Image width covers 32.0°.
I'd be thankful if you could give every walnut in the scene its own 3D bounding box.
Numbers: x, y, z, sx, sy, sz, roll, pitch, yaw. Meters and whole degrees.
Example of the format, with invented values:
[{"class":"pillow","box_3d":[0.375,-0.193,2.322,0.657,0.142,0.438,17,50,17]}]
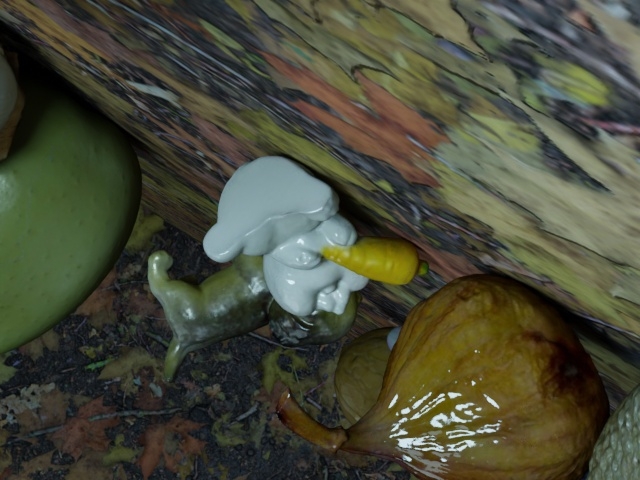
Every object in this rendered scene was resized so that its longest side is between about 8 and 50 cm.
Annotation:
[{"class":"walnut","box_3d":[0.111,0.199,1.450,0.207,0.167,0.167,33,175,20]}]

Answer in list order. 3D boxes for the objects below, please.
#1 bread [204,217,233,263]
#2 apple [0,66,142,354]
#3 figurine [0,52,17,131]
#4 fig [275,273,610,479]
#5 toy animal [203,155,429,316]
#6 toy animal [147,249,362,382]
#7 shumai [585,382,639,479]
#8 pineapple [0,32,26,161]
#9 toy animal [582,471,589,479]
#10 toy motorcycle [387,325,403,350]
[{"class":"bread","box_3d":[-0.092,0.009,1.435,0.082,0.060,0.113,31,176,22]},{"class":"apple","box_3d":[-0.401,-0.051,1.320,0.357,0.357,0.357,32,174,4]},{"class":"figurine","box_3d":[-0.221,-0.151,0.435,0.361,0.266,0.377,3,-163,21]},{"class":"fig","box_3d":[0.072,0.109,0.673,0.146,0.201,0.134,39,138,42]},{"class":"toy animal","box_3d":[0.000,0.000,0.840,0.182,0.131,0.127,53,-168,-54]},{"class":"toy animal","box_3d":[-0.077,0.055,1.251,0.121,0.233,0.169,68,-174,-63]},{"class":"shumai","box_3d":[0.211,0.132,0.582,0.116,0.146,0.145,15,176,-6]},{"class":"pineapple","box_3d":[-0.468,-0.203,1.082,0.357,0.223,0.223,40,177,19]},{"class":"toy animal","box_3d":[0.238,0.240,1.079,0.298,0.122,0.185,18,-175,41]},{"class":"toy motorcycle","box_3d":[0.138,0.130,1.127,0.152,0.073,0.225,26,-178,0]}]
